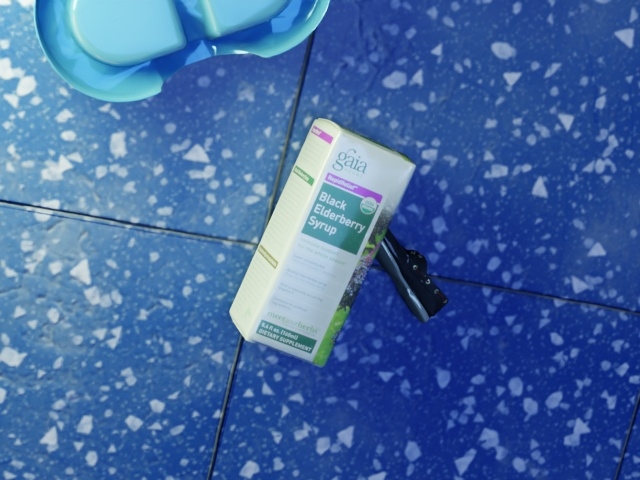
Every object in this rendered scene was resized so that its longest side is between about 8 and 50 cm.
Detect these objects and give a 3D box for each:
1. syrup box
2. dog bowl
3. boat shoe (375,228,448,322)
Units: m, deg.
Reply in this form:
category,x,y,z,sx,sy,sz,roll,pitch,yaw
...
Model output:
category,x,y,z,sx,sy,sz,roll,pitch,yaw
syrup box,0.000,0.000,1.448,0.093,0.096,0.237,22,98,-20
dog bowl,-0.135,-0.244,1.358,0.297,0.074,0.166,-20,108,-10
boat shoe,0.093,0.029,1.509,0.042,0.049,0.133,-39,113,-9
